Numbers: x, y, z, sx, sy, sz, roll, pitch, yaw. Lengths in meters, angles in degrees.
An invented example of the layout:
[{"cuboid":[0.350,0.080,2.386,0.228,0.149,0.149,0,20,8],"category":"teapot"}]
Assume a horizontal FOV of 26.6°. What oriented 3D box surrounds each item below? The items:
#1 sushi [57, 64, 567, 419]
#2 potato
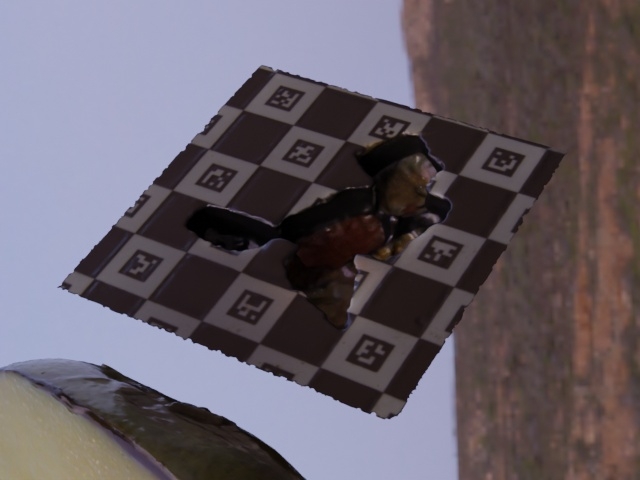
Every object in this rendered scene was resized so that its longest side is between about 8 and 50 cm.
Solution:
[{"cuboid":[0.000,0.000,1.278,0.343,0.359,0.064,-53,-32,-32],"category":"sushi"},{"cuboid":[-0.069,0.146,0.697,0.111,0.272,0.160,-19,-55,-42],"category":"potato"}]
